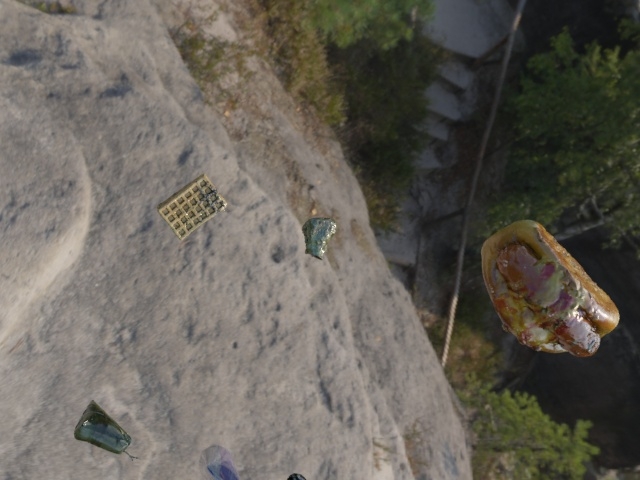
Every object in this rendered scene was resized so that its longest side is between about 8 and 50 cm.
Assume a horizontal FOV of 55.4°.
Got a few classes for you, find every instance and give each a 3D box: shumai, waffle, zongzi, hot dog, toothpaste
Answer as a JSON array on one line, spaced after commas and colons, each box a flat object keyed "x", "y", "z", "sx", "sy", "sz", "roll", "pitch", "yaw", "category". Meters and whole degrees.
[{"x": 0.000, "y": 0.000, "z": 1.254, "sx": 0.083, "sy": 0.082, "sz": 0.081, "roll": 51, "pitch": 25, "yaw": -67, "category": "shumai"}, {"x": -0.313, "y": -0.082, "z": 1.490, "sx": 0.148, "sy": 0.042, "sz": 0.102, "roll": -36, "pitch": 105, "yaw": -6, "category": "waffle"}, {"x": -0.452, "y": 0.413, "z": 1.344, "sx": 0.154, "sy": 0.130, "sz": 0.062, "roll": 27, "pitch": 99, "yaw": -12, "category": "zongzi"}, {"x": 0.384, "y": 0.095, "z": 1.042, "sx": 0.257, "sy": 0.150, "sz": 0.153, "roll": 47, "pitch": 36, "yaw": 0, "category": "hot dog"}, {"x": -0.214, "y": 0.500, "z": 1.317, "sx": 0.080, "sy": 0.371, "sz": 0.125, "roll": -41, "pitch": 92, "yaw": -19, "category": "toothpaste"}]

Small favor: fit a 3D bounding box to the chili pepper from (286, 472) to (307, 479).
[{"x": -0.070, "y": 0.579, "z": 1.111, "sx": 0.148, "sy": 0.116, "sz": 0.265, "roll": 48, "pitch": 41, "yaw": -39, "category": "chili pepper"}]
